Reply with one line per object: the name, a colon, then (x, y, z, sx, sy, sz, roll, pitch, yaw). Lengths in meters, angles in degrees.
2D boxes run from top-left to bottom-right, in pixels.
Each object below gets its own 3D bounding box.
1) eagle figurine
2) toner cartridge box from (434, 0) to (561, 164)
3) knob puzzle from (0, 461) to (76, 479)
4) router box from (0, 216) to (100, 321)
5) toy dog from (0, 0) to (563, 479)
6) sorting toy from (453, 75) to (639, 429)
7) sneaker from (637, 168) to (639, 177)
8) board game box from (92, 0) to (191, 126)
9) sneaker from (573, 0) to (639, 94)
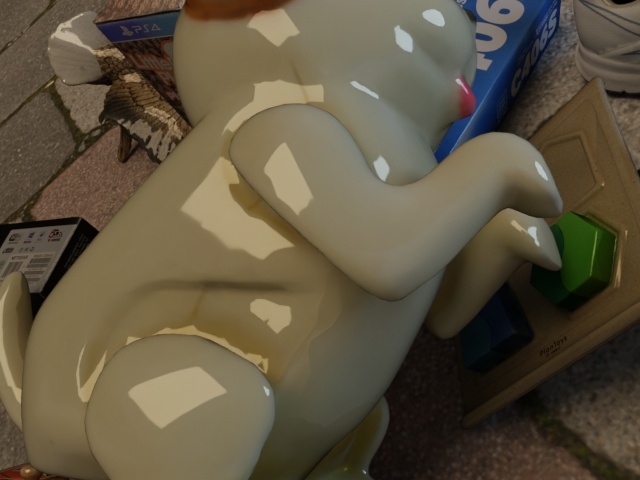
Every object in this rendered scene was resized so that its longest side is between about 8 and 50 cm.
eagle figurine: (-0.195, -0.222, 1.027, 0.225, 0.226, 0.298, -38, 32, -27)
toner cartridge box: (0.098, -0.148, 0.761, 0.165, 0.075, 0.347, 20, 62, 26)
knob puzzle: (-0.234, 0.209, 0.702, 0.213, 0.213, 0.029, -8, 84, 33)
router box: (-0.272, 0.084, 0.782, 0.309, 0.243, 0.081, -3, 54, 35)
toy dog: (-0.023, -0.013, 0.539, 0.396, 0.285, 0.407, 11, 82, 33)
sorting toy: (0.183, -0.019, 0.566, 0.307, 0.041, 0.229, -49, 28, 43)
sneaker: (0.294, -0.047, 0.589, 0.228, 0.087, 0.130, -28, 18, 40)
board game box: (-0.050, -0.219, 0.831, 0.141, 0.291, 0.232, 8, 62, 41)
sneaker: (0.337, -0.182, 0.629, 0.297, 0.129, 0.111, 14, 64, 42)
